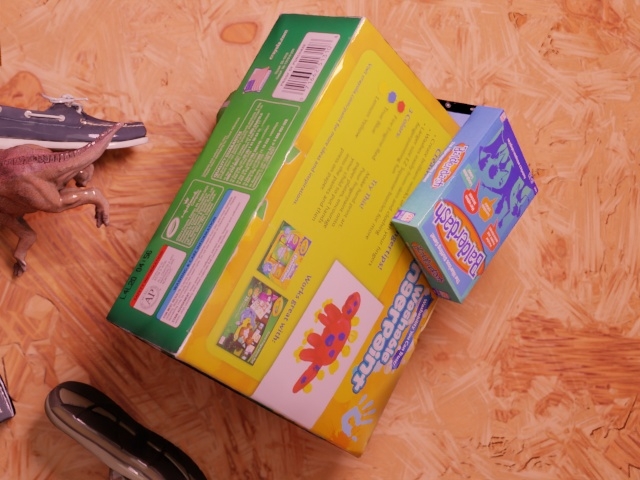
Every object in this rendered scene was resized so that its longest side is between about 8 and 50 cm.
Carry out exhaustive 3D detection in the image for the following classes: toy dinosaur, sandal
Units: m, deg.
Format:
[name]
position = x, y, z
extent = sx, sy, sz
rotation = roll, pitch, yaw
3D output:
[toy dinosaur]
position = -0.391, -0.074, 1.163
extent = 0.200, 0.295, 0.127
rotation = 37, 37, -48
[sandal]
position = -0.244, 0.304, 1.214
extent = 0.303, 0.120, 0.086
rotation = 41, 99, -5

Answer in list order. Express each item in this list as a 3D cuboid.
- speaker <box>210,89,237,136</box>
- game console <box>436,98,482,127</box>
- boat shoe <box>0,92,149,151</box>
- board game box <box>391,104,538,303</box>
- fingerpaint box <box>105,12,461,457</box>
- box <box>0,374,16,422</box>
[speaker]
position = -0.123, -0.056, 1.287
extent = 0.131, 0.131, 0.297
rotation = 22, 75, -13
[game console]
position = 0.123, -0.194, 1.436
extent = 0.361, 0.044, 0.213
rotation = 7, 79, -17
[boat shoe]
position = -0.361, -0.158, 1.254
extent = 0.254, 0.095, 0.079
rotation = -1, 92, -9
[board game box]
position = 0.196, -0.047, 1.223
extent = 0.210, 0.047, 0.160
rotation = -52, 132, -19
[fingerpaint box]
position = 0.000, 0.000, 1.197
extent = 0.371, 0.163, 0.445
rotation = 38, 75, -43
[box]
position = -0.485, 0.208, 1.117
extent = 0.207, 0.153, 0.108
rotation = -24, 88, -20
